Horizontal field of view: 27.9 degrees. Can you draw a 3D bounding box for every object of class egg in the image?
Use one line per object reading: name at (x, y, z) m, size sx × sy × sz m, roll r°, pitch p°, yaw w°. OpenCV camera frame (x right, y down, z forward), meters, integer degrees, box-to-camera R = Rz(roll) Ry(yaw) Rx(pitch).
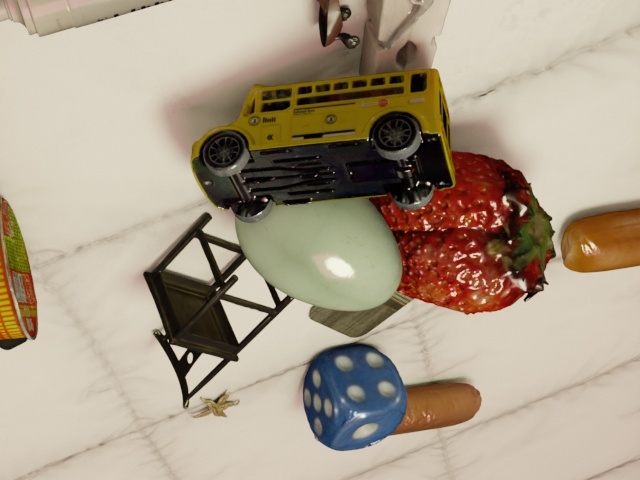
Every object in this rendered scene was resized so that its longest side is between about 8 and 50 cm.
egg at (0.000, 0.000, 1.827) m, size 0.264 × 0.183 × 0.183 m, roll 35°, pitch 120°, yaw -13°

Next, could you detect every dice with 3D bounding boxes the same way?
dice at (0.059, 0.277, 2.265) m, size 0.146 × 0.146 × 0.143 m, roll -3°, pitch 141°, yaw -27°

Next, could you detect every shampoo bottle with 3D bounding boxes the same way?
shampoo bottle at (-0.234, -0.295, 1.438) m, size 0.303 × 0.092 × 0.092 m, roll -17°, pitch 143°, yaw -8°

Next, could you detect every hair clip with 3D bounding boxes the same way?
hair clip at (0.111, -0.307, 1.618) m, size 0.101 × 0.085 × 0.331 m, roll -10°, pitch 143°, yaw -15°

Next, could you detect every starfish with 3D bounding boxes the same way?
starfish at (-0.184, 0.295, 2.262) m, size 0.092 × 0.016 × 0.086 m, roll -20°, pitch 142°, yaw -15°

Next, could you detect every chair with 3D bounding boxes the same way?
chair at (-0.183, 0.106, 1.919) m, size 0.141 × 0.154 × 0.260 m, roll 22°, pitch 122°, yaw -43°

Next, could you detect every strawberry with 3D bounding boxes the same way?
strawberry at (0.195, -0.010, 1.938) m, size 0.288 × 0.250 × 0.238 m, roll -11°, pitch -179°, yaw 21°

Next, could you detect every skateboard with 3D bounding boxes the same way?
skateboard at (-0.002, -0.304, 1.590) m, size 0.080 × 0.067 × 0.151 m, roll -12°, pitch 138°, yaw 0°

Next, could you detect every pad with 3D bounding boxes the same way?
pad at (0.164, 0.122, 2.206) m, size 0.250 × 0.055 × 0.323 m, roll -39°, pitch 124°, yaw 19°

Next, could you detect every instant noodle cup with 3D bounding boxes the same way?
instant noodle cup at (-0.493, 0.057, 1.675) m, size 0.212 × 0.193 × 0.193 m, roll -11°, pitch 142°, yaw -4°

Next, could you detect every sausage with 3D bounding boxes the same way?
sausage at (0.540, -0.005, 2.222) m, size 0.274 × 0.105 × 0.105 m, roll -9°, pitch 141°, yaw -20°
sausage at (0.171, 0.320, 2.431) m, size 0.289 × 0.086 × 0.086 m, roll -6°, pitch 140°, yaw -25°

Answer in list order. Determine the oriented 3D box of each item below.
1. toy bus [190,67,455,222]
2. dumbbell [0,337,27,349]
toy bus at (0.003, -0.126, 1.680) m, size 0.331 × 0.151 × 0.145 m, roll -4°, pitch 150°, yaw 13°
dumbbell at (-0.515, 0.138, 1.812) m, size 0.191 × 0.100 × 0.100 m, roll -26°, pitch 144°, yaw 4°
